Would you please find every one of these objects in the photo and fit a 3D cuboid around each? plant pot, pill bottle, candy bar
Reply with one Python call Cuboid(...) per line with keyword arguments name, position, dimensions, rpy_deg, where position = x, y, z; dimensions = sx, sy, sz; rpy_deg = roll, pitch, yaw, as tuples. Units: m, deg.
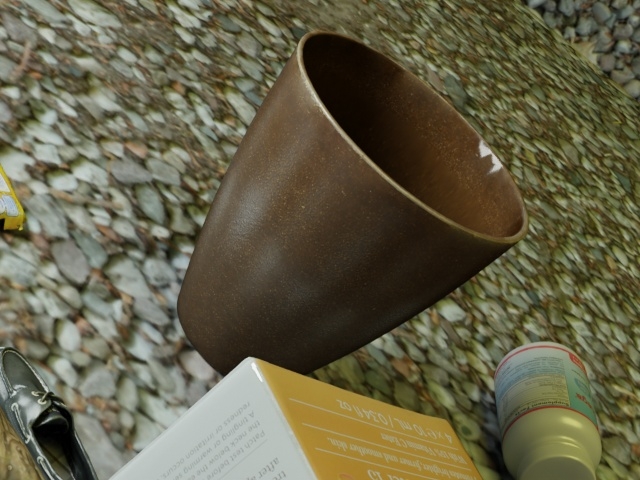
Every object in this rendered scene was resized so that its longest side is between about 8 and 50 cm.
Cuboid(name="plant pot", position=(0.000, 0.000, 1.102), dimensions=(0.215, 0.230, 0.215), rpy_deg=(34, 25, -18))
Cuboid(name="pill bottle", position=(0.203, 0.167, 1.305), dimensions=(0.087, 0.087, 0.160), rpy_deg=(34, 26, -17))
Cuboid(name="candy bar", position=(-0.260, -0.069, 1.084), dimensions=(0.040, 0.018, 0.161), rpy_deg=(5, 44, -48))

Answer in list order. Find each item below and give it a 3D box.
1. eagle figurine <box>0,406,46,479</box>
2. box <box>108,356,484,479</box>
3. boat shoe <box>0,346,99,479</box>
Cuboid(name="eagle figurine", position=(-0.251, 0.142, 0.611), dimensions=(0.298, 0.225, 0.226), rpy_deg=(-23, 20, -32))
Cuboid(name="box", position=(0.037, 0.261, 0.777), dimensions=(0.215, 0.168, 0.345), rpy_deg=(25, 29, -53))
Cuboid(name="boat shoe", position=(-0.168, 0.116, 0.893), dimensions=(0.049, 0.040, 0.142), rpy_deg=(13, 38, -47))
